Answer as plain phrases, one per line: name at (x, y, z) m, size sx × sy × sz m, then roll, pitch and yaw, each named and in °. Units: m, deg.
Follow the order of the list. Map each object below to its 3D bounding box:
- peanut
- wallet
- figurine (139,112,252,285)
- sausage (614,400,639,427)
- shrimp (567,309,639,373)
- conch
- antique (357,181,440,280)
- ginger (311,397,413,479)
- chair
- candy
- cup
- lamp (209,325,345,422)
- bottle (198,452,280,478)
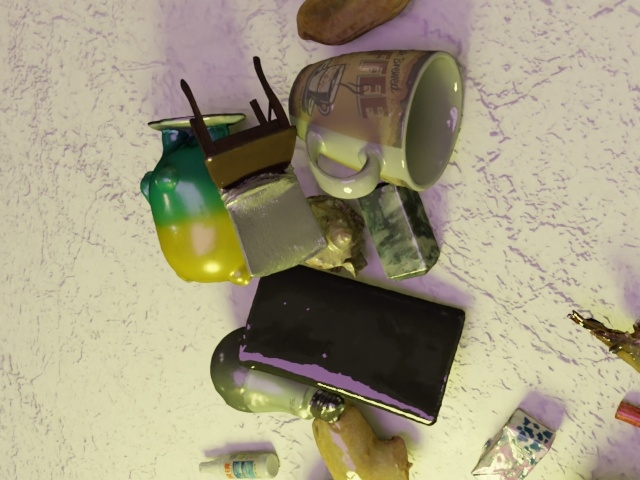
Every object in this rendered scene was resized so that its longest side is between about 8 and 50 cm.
peanut at (0.052, -0.411, 1.248) m, size 0.236 × 0.110 × 0.120 m, roll -14°, pitch 104°, yaw 40°
wallet at (0.056, 0.190, 1.395) m, size 0.406 × 0.062 × 0.228 m, roll 16°, pitch 84°, yaw 11°
figurine at (-0.230, -0.075, 1.435) m, size 0.324 × 0.231 × 0.340 m, roll -2°, pitch 99°, yaw 31°
sausage at (0.582, 0.319, 1.255) m, size 0.129 × 0.034 × 0.034 m, roll 20°, pitch 115°, yaw 21°
shrimp at (0.544, 0.160, 1.206) m, size 0.262 × 0.066 × 0.117 m, roll 33°, pitch 105°, yaw -2°
conch at (0.000, 0.000, 1.388) m, size 0.245 × 0.163 × 0.178 m, roll -3°, pitch 121°, yaw 56°
antique at (0.148, -0.020, 1.336) m, size 0.086 × 0.088 × 0.183 m, roll -17°, pitch 98°, yaw 32°
ginger at (0.071, 0.431, 1.503) m, size 0.267 × 0.138 × 0.152 m, roll 41°, pitch 76°, yaw 4°
chair at (-0.111, -0.119, 1.216) m, size 0.160 × 0.186 × 0.319 m, roll -21°, pitch 74°, yaw -11°
candy at (0.363, 0.407, 1.375) m, size 0.092 × 0.073 × 0.160 m, roll 35°, pitch 119°, yaw 15°
cup at (0.066, -0.187, 1.217) m, size 0.257 × 0.301 × 0.227 m, roll 12°, pitch 143°, yaw 31°
lamp at (-0.093, 0.307, 1.505) m, size 0.314 × 0.182 × 0.182 m, roll 35°, pitch 120°, yaw 24°
bottle at (-0.200, 0.539, 1.725) m, size 0.217 × 0.060 × 0.060 m, roll -11°, pitch 102°, yaw 31°
